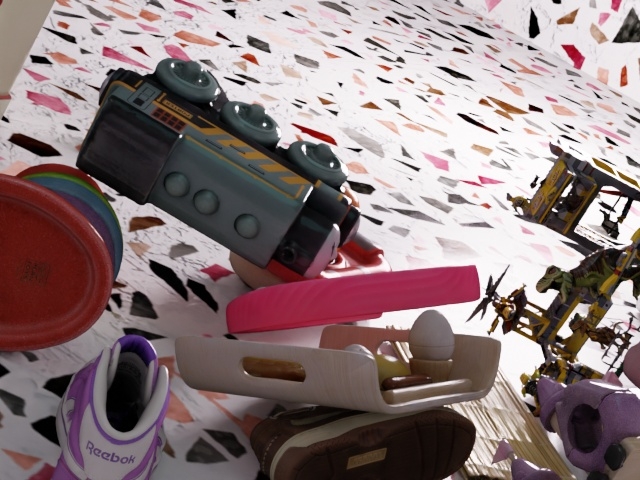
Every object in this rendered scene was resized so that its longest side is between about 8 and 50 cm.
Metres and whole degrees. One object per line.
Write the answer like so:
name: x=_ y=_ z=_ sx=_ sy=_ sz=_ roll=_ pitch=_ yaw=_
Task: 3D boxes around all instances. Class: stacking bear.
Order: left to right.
stacking bear: x=-0.288 y=-0.006 z=1.548 sx=0.164 sy=0.175 sz=0.289 roll=17 pitch=14 yaw=-9

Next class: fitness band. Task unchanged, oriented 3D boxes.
fitness band: x=0.037 y=0.062 z=1.623 sx=0.291 sy=0.054 sz=0.209 roll=-6 pitch=-5 yaw=-25

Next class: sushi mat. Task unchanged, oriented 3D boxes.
sushi mat: x=0.182 y=0.194 z=1.704 sx=0.151 sy=0.019 sz=0.316 roll=14 pitch=23 yaw=-23

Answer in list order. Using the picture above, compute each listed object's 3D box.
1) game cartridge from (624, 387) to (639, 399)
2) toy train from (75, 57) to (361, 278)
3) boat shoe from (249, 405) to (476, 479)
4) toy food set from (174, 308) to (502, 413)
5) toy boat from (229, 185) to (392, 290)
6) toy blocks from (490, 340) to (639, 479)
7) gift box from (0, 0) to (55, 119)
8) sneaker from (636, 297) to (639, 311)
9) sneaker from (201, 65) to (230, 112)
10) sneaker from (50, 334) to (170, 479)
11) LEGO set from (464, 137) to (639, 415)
game cartridge: x=0.413 y=0.253 z=1.677 sx=0.198 sy=0.062 sz=0.297 roll=0 pitch=22 yaw=1
toy train: x=-0.112 y=-0.075 z=1.626 sx=0.334 sy=0.142 sz=0.190 roll=32 pitch=27 yaw=-2
boat shoe: x=0.043 y=0.194 z=1.471 sx=0.257 sy=0.095 sz=0.095 roll=3 pitch=23 yaw=-41
toy food set: x=0.026 y=0.112 z=1.482 sx=0.220 sy=0.092 sz=0.306 roll=3 pitch=0 yaw=30
toy boat: x=0.000 y=0.000 z=1.809 sx=0.151 sy=0.151 sz=0.231 roll=35 pitch=24 yaw=30
toy blocks: x=0.270 y=0.204 z=1.395 sx=0.309 sy=0.288 sz=0.260 roll=4 pitch=36 yaw=-33
gift box: x=-0.517 y=-0.302 z=1.870 sx=0.255 sy=0.258 sz=0.276 roll=-2 pitch=47 yaw=-43
sneaker: x=0.510 y=0.119 z=2.173 sx=0.054 sy=0.061 sz=0.152 roll=7 pitch=6 yaw=-17
sneaker: x=-0.145 y=-0.183 z=2.228 sx=0.121 sy=0.079 sz=0.217 roll=19 pitch=29 yaw=-19
sneaker: x=-0.170 y=0.139 z=1.297 sx=0.102 sy=0.161 sz=0.282 roll=16 pitch=20 yaw=-11
LEGO set: x=0.289 y=0.038 z=1.734 sx=0.192 sy=0.331 sz=0.255 roll=26 pitch=29 yaw=-11
